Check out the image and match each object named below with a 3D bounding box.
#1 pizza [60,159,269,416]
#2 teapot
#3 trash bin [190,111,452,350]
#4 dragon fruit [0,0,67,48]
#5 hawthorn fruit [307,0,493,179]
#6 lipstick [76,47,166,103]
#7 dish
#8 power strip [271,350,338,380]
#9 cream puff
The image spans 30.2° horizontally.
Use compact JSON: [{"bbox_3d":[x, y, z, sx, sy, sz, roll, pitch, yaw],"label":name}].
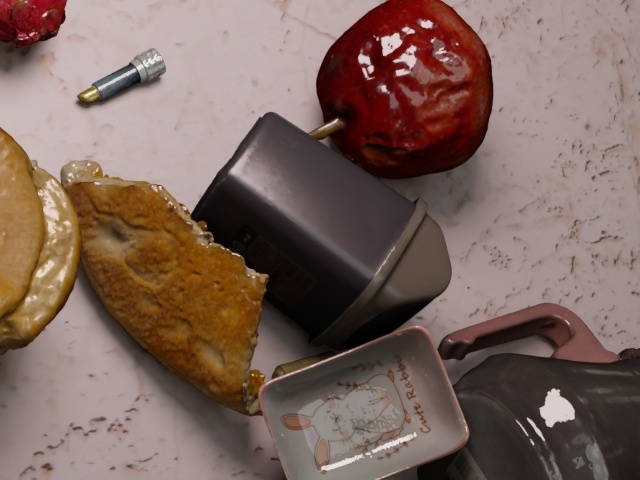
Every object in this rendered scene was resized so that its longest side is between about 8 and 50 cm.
[{"bbox_3d":[-0.167,0.044,1.354,0.365,0.182,0.074,47,23,2],"label":"pizza"},{"bbox_3d":[0.312,0.243,1.464,0.361,0.305,0.376,-9,50,-34],"label":"teapot"},{"bbox_3d":[0.000,0.000,1.418,0.290,0.209,0.182,36,59,-4],"label":"trash bin"},{"bbox_3d":[-0.360,-0.304,1.388,0.136,0.133,0.166,25,22,-53],"label":"dragon fruit"},{"bbox_3d":[0.084,-0.175,1.514,0.266,0.210,0.230,-30,101,-14],"label":"hawthorn fruit"},{"bbox_3d":[-0.247,-0.197,1.463,0.116,0.037,0.037,-34,90,-23],"label":"lipstick"},{"bbox_3d":[0.048,0.202,1.365,0.212,0.077,0.151,-21,81,-5],"label":"dish"},{"bbox_3d":[0.036,0.326,1.417,0.092,0.066,0.387,-14,81,-24],"label":"power strip"},{"bbox_3d":[-0.432,0.000,1.212,0.343,0.231,0.327,-1,78,-34],"label":"cream puff"}]
